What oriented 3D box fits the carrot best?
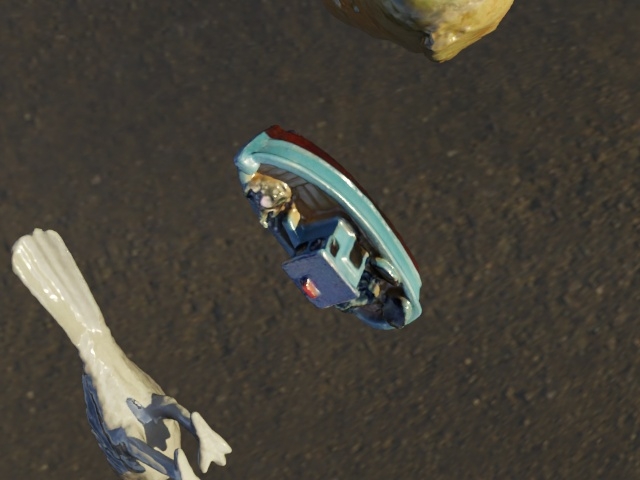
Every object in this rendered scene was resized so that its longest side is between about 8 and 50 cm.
[{"bbox_3d":[0.077,-0.220,1.113,0.139,0.302,0.138,-3,104,-11],"label":"carrot"}]

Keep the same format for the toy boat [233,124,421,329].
[{"bbox_3d":[0.000,0.000,1.183,0.100,0.097,0.223,-18,125,40],"label":"toy boat"}]

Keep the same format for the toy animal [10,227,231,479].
[{"bbox_3d":[-0.172,0.166,1.304,0.206,0.081,0.367,33,151,36],"label":"toy animal"}]
